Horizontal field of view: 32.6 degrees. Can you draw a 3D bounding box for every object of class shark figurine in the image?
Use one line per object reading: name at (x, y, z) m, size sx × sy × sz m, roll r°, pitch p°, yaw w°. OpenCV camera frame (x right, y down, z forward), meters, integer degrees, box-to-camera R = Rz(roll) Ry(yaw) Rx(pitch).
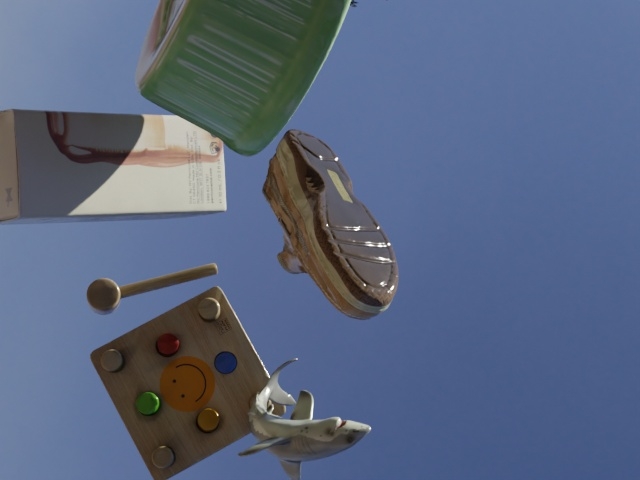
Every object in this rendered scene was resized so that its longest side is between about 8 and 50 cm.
shark figurine at (-0.051, 0.277, 1.539) m, size 0.278 × 0.166 × 0.116 m, roll 25°, pitch -43°, yaw 64°

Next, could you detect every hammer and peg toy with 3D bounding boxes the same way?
hammer and peg toy at (-0.245, 0.193, 1.867) m, size 0.361 × 0.266 × 0.127 m, roll 61°, pitch -9°, yaw 8°

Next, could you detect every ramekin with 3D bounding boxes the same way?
ramekin at (-0.088, -0.258, 1.213) m, size 0.303 × 0.148 × 0.303 m, roll -53°, pitch -157°, yaw 34°

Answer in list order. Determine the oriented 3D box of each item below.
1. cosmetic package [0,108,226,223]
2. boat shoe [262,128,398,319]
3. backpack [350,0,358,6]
cosmetic package at (-0.278, -0.088, 1.359) m, size 0.153 × 0.296 × 0.129 m, roll -3°, pitch -89°, yaw 45°
boat shoe at (0.000, 0.000, 0.794) m, size 0.072 × 0.068 × 0.190 m, roll -53°, pitch -147°, yaw 24°
backpack at (0.040, -0.387, 1.412) m, size 0.144 × 0.188 × 0.165 m, roll 25°, pitch -61°, yaw 23°
